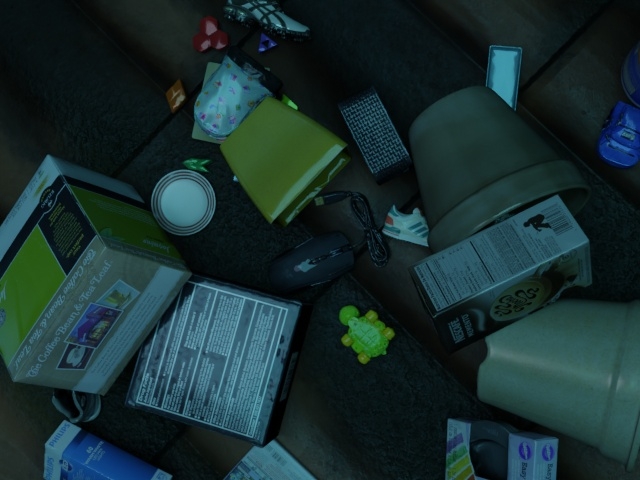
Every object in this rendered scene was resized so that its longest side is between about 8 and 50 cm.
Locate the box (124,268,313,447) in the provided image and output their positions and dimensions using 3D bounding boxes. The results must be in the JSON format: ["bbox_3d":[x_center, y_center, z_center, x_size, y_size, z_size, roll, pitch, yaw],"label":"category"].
[{"bbox_3d":[-0.199,0.227,1.915,0.294,0.183,0.296,16,88,8],"label":"box"}]

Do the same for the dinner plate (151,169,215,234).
[{"bbox_3d":[-0.293,-0.081,2.021,0.141,0.017,0.141,0,89,8],"label":"dinner plate"}]

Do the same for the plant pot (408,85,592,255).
[{"bbox_3d":[0.314,-0.131,1.820,0.323,0.323,0.280,-27,70,6],"label":"plant pot"}]

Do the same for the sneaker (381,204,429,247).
[{"bbox_3d":[0.210,-0.028,1.935,0.161,0.057,0.075,15,96,10],"label":"sneaker"}]

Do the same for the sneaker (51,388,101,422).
[{"bbox_3d":[-0.526,0.276,1.981,0.086,0.132,0.228,-17,87,6],"label":"sneaker"}]

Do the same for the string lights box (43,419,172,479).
[{"bbox_3d":[-0.446,0.492,1.961,0.260,0.076,0.133,26,134,7],"label":"string lights box"}]

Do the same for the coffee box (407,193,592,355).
[{"bbox_3d":[0.323,0.065,1.684,0.297,0.168,0.118,-27,56,2],"label":"coffee box"}]

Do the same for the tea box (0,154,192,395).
[{"bbox_3d":[-0.480,0.070,1.848,0.329,0.220,0.323,-52,49,15],"label":"tea box"}]

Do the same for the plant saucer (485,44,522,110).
[{"bbox_3d":[0.372,-0.304,1.943,0.067,0.018,0.192,6,90,7],"label":"plant saucer"}]

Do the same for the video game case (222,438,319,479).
[{"bbox_3d":[-0.100,0.537,1.976,0.201,0.023,0.183,42,93,6],"label":"video game case"}]

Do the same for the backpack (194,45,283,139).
[{"bbox_3d":[-0.183,-0.295,1.938,0.152,0.115,0.182,39,96,4],"label":"backpack"}]

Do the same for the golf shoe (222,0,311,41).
[{"bbox_3d":[-0.104,-0.483,1.980,0.198,0.077,0.093,21,91,6],"label":"golf shoe"}]

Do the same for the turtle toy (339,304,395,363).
[{"bbox_3d":[0.089,0.186,1.939,0.095,0.066,0.130,-44,83,4],"label":"turtle toy"}]

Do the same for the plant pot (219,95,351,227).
[{"bbox_3d":[-0.079,-0.167,1.893,0.187,0.212,0.212,45,92,5],"label":"plant pot"}]

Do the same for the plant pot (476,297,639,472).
[{"bbox_3d":[0.471,0.235,1.788,0.306,0.334,0.333,13,90,19],"label":"plant pot"}]

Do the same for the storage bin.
[{"bbox_3d":[0.112,-0.212,1.920,0.084,0.122,0.180,-28,85,6],"label":"storage bin"}]

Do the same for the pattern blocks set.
[{"bbox_3d":[-0.187,-0.291,2.009,0.286,0.026,0.324,21,91,7],"label":"pattern blocks set"}]

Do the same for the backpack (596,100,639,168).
[{"bbox_3d":[0.603,-0.207,1.871,0.098,0.101,0.120,26,95,14],"label":"backpack"}]

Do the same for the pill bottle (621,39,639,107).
[{"bbox_3d":[0.656,-0.324,1.779,0.152,0.272,0.152,0,88,7],"label":"pill bottle"}]

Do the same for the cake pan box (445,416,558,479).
[{"bbox_3d":[0.344,0.481,1.819,0.070,0.246,0.266,4,90,-36],"label":"cake pan box"}]

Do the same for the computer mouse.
[{"bbox_3d":[0.000,0.000,1.960,0.262,0.060,0.184,-18,87,6],"label":"computer mouse"}]
